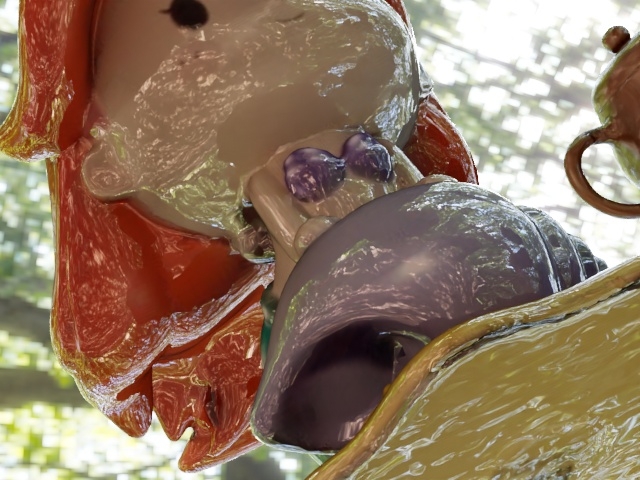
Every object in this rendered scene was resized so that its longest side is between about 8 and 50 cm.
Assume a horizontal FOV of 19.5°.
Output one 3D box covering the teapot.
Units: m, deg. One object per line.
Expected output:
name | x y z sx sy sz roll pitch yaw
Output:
teapot | 0.202 -0.082 1.080 0.116 0.116 0.173 29 -116 37

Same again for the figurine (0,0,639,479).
figurine | -0.007 0.000 0.590 0.181 0.208 0.257 -39 -128 3
